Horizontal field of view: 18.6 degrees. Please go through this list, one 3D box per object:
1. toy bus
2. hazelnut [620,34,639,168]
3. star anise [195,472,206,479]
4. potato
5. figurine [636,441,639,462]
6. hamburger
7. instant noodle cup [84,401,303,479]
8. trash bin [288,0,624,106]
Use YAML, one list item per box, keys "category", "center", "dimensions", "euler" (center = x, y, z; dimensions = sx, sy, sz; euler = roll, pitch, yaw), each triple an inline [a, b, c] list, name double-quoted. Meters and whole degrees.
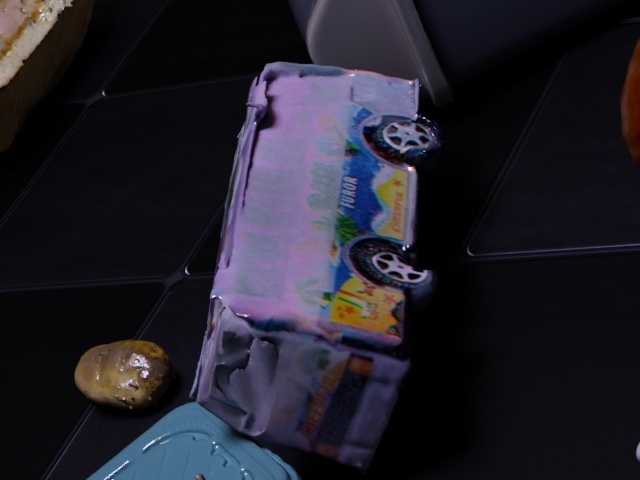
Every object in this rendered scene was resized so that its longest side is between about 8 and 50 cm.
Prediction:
- category: "toy bus"
  center: [0.000, 0.000, 1.242]
  dimensions: [0.138, 0.112, 0.317]
  euler: [15, 33, -7]
- category: "hazelnut"
  center: [0.285, -0.102, 1.169]
  dimensions: [0.202, 0.160, 0.170]
  euler: [4, 45, -12]
- category: "star anise"
  center: [-0.011, 0.207, 0.985]
  dimensions: [0.158, 0.144, 0.140]
  euler: [-43, 41, -20]
- category: "potato"
  center: [-0.136, 0.091, 1.348]
  dimensions: [0.083, 0.040, 0.051]
  euler: [2, 39, 41]
- category: "figurine"
  center: [0.183, 0.172, 0.867]
  dimensions: [0.193, 0.140, 0.265]
  euler: [8, 31, 16]
- category: "hamburger"
  center: [-0.298, -0.175, 1.784]
  dimensions: [0.124, 0.131, 0.262]
  euler: [18, 42, 9]
- category: "instant noodle cup"
  center: [-0.095, 0.188, 1.148]
  dimensions: [0.179, 0.070, 0.157]
  euler: [-39, 31, -11]
- category: "trash bin"
  center: [0.112, -0.227, 1.458]
  dimensions: [0.290, 0.182, 0.209]
  euler: [-23, 31, 3]
